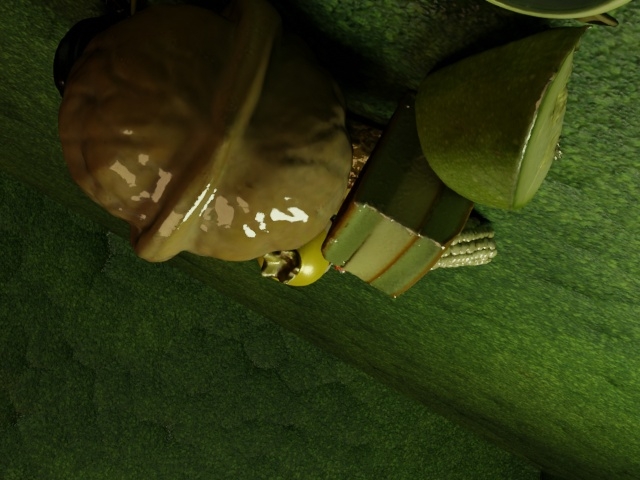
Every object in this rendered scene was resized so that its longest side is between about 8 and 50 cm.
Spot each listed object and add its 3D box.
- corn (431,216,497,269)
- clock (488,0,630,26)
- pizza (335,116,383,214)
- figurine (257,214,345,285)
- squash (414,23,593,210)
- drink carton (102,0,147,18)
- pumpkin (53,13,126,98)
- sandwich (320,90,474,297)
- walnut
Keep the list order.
[{"bbox_3d":[0.144,-0.003,0.923,0.211,0.087,0.087,-5,-170,-40],"label":"corn"},{"bbox_3d":[0.131,-0.198,0.418,0.170,0.069,0.232,20,165,22],"label":"clock"},{"bbox_3d":[-0.017,-0.113,0.934,0.288,0.075,0.280,28,164,-8],"label":"pizza"},{"bbox_3d":[-0.004,0.014,1.102,0.185,0.127,0.234,33,-169,-10],"label":"figurine"},{"bbox_3d":[0.177,-0.076,0.594,0.169,0.093,0.252,33,176,-15],"label":"squash"},{"bbox_3d":[-0.174,-0.276,0.673,0.056,0.071,0.166,32,166,-8],"label":"drink carton"},{"bbox_3d":[-0.242,-0.201,0.916,0.194,0.150,0.194,25,143,20],"label":"pumpkin"},{"bbox_3d":[0.091,-0.041,0.802,0.117,0.144,0.187,29,156,-1],"label":"sandwich"},{"bbox_3d":[-0.108,-0.106,0.727,0.296,0.285,0.285,24,166,-16],"label":"walnut"}]
